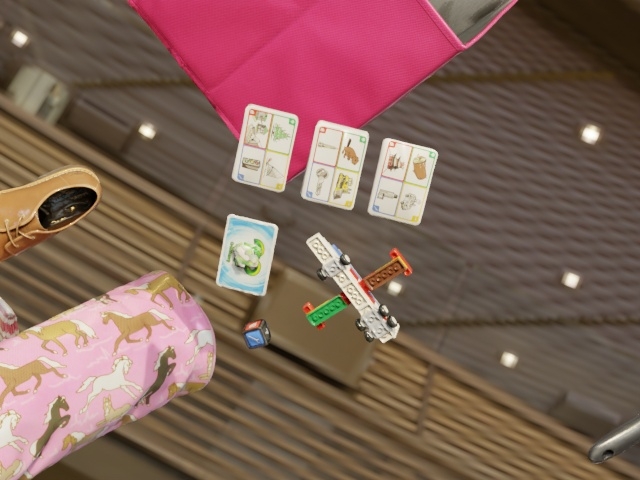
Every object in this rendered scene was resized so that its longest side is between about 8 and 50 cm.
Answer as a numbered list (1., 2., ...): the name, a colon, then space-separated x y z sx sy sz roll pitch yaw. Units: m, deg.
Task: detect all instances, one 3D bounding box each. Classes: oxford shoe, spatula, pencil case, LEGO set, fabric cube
1. oxford shoe: -0.340 -0.018 1.662 0.076 0.212 0.076 62 -7 -21
2. spatula: 0.405 0.163 1.563 0.030 0.296 0.084 -124 -166 -46
3. pencil case: -0.295 0.173 1.746 0.160 0.386 0.167 53 -41 9
4. LEGO set: 0.000 0.000 1.420 0.183 0.060 0.244 13 -67 4
5. fabric cube: 0.013 -0.255 1.542 0.258 0.254 0.259 -36 -84 31

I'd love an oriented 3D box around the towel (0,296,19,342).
1. towel: -0.419 0.124 1.907 0.144 0.029 0.197 44 -40 39
